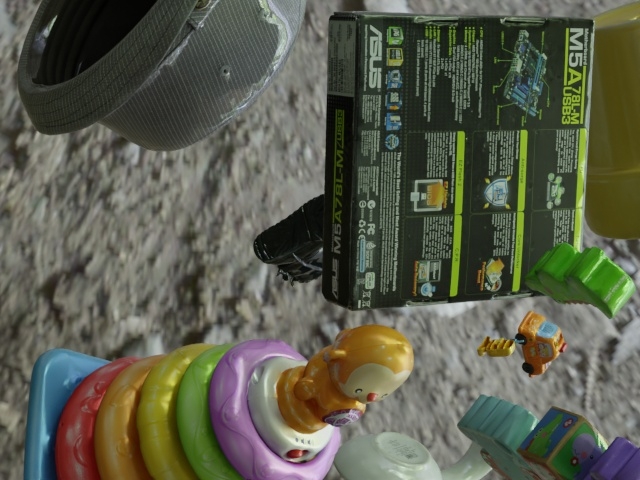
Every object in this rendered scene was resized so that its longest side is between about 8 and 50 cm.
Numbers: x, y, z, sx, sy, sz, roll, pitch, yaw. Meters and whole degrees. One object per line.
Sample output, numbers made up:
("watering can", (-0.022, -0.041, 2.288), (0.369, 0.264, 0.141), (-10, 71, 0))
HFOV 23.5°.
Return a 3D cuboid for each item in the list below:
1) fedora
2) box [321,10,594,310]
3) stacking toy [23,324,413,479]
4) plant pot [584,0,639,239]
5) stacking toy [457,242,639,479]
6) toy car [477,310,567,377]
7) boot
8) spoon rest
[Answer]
("fedora", (-0.092, -0.172, 1.089), (0.124, 0.243, 0.275), (35, 75, -31))
("box", (0.092, -0.054, 1.014), (0.184, 0.045, 0.191), (-4, 101, -29))
("stacking toy", (-0.049, 0.123, 1.021), (0.175, 0.166, 0.302), (21, 145, -39))
("plant pot", (0.402, -0.155, 1.783), (0.254, 0.254, 0.239), (-17, 102, 1))
("stacking toy", (0.096, 0.085, 0.568), (0.167, 0.221, 0.052), (-48, 111, -11))
("toy car", (0.183, 0.102, 1.355), (0.040, 0.122, 0.060), (0, 103, 31))
("boot", (0.000, 0.000, 1.488), (0.121, 0.099, 0.045), (-27, 66, 15))
("spoon rest", (0.127, 0.274, 1.854), (0.276, 0.137, 0.084), (-5, 122, -46))
